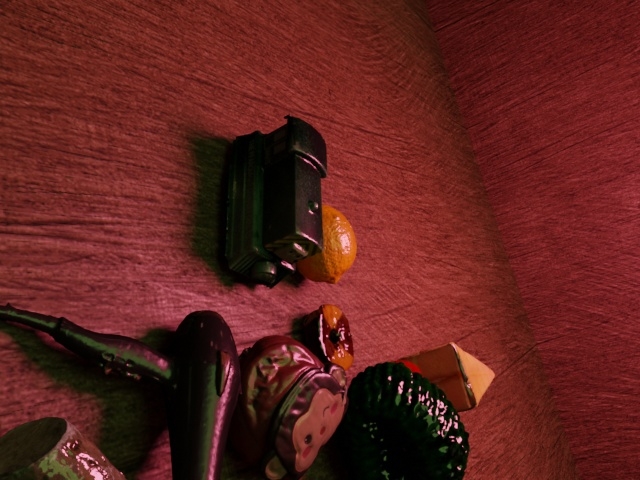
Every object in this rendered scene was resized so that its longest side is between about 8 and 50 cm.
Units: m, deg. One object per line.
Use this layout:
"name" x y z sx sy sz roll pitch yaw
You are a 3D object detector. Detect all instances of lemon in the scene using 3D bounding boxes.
"lemon" 0.000 0.000 1.182 0.142 0.142 0.187 -4 68 -58

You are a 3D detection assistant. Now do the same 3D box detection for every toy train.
"toy train" -0.080 -0.081 1.070 0.138 0.178 0.331 34 44 -45

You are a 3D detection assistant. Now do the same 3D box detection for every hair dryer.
"hair dryer" -0.254 0.180 0.716 0.359 0.120 0.304 31 38 -30

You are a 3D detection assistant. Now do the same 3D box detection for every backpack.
"backpack" -0.066 0.259 0.925 0.229 0.138 0.230 7 80 -44

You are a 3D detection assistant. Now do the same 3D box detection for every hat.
"hat" 0.175 0.354 1.164 0.332 0.242 0.274 -45 123 -71

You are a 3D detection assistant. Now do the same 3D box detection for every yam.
"yam" -0.267 0.281 0.616 0.194 0.107 0.107 57 32 -17

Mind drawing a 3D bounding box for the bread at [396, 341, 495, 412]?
"bread" 0.327 0.329 1.474 0.264 0.167 0.163 -11 80 -63

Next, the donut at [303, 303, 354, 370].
"donut" 0.014 0.198 1.157 0.140 0.059 0.141 36 42 -42
